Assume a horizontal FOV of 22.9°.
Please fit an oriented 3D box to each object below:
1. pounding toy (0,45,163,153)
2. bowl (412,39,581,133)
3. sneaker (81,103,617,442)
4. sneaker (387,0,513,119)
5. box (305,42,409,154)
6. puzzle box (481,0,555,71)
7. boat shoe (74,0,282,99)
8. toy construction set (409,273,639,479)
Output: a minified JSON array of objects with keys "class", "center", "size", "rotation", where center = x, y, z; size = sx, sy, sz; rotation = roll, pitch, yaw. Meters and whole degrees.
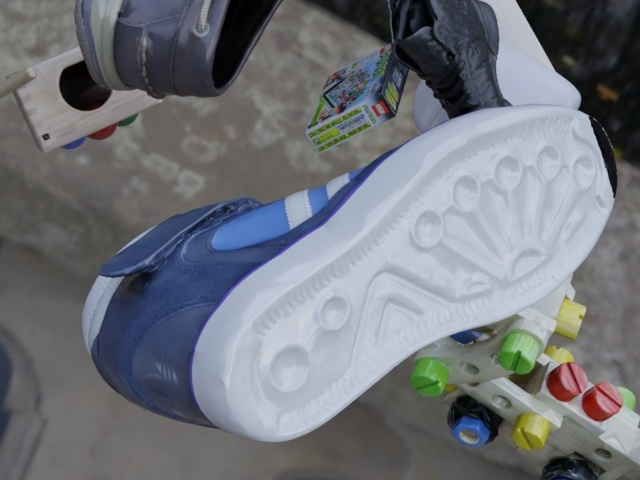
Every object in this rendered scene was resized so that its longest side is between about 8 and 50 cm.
[{"class":"pounding toy","center":[-0.263,-0.126,1.530],"size":[0.206,0.181,0.094],"rotation":[-25,100,-9]},{"class":"bowl","center":[0.163,-0.120,1.519],"size":[0.142,0.142,0.053],"rotation":[29,53,-6]},{"class":"sneaker","center":[0.000,0.001,0.996],"size":[0.322,0.130,0.236],"rotation":[-33,25,-25]},{"class":"sneaker","center":[0.082,-0.118,1.051],"size":[0.089,0.051,0.170],"rotation":[13,61,-43]},{"class":"box","center":[0.051,-0.185,2.010],"size":[0.036,0.114,0.207],"rotation":[57,21,-18]},{"class":"puzzle box","center":[0.164,-0.304,1.992],"size":[0.052,0.272,0.409],"rotation":[-24,78,-11]},{"class":"boat shoe","center":[-0.034,-0.237,1.146],"size":[0.130,0.132,0.355],"rotation":[24,72,20]},{"class":"toy construction set","center":[0.207,0.126,1.295],"size":[0.327,0.215,0.151],"rotation":[45,50,1]}]
